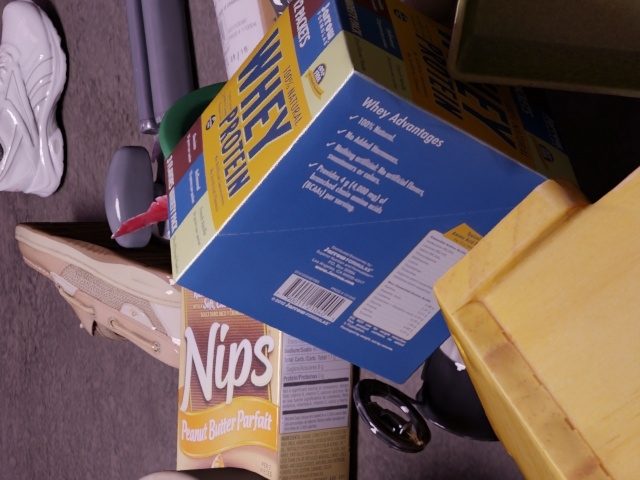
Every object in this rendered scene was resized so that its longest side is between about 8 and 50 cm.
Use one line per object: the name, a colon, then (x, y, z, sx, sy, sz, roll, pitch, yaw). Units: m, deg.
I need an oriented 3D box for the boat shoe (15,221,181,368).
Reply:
boat shoe: (-0.221, 0.051, 1.722, 0.341, 0.122, 0.110, 20, 108, 52)

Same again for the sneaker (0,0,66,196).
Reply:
sneaker: (-0.358, -0.165, 1.907, 0.090, 0.115, 0.232, -2, 91, 55)

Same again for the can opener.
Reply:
can opener: (-0.168, -0.134, 1.669, 0.074, 0.093, 0.280, -15, 76, 56)

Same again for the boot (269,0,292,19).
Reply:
boot: (0.034, -0.192, 1.289, 0.118, 0.222, 0.338, -9, 114, 21)

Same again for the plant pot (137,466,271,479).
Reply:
plant pot: (0.012, 0.320, 1.270, 0.323, 0.280, 0.323, 8, 100, 55)

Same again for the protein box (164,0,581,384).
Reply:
protein box: (0.031, -0.042, 1.135, 0.201, 0.200, 0.136, -48, 31, 28)

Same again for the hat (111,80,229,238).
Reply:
hat: (-0.068, -0.026, 1.489, 0.208, 0.173, 0.183, 55, 147, 42)

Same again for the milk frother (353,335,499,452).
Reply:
milk frother: (0.101, 0.080, 1.230, 0.143, 0.129, 0.134, -61, -14, -66)

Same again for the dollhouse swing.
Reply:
dollhouse swing: (0.296, 0.112, 1.041, 0.347, 0.305, 0.315, 56, 176, 36)

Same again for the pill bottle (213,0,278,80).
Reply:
pill bottle: (-0.032, -0.236, 1.419, 0.131, 0.131, 0.229, -27, 71, 53)

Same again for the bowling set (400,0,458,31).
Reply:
bowling set: (0.124, -0.244, 1.165, 0.200, 0.287, 0.154, -15, 85, 21)

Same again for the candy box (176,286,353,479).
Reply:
candy box: (-0.053, 0.148, 1.518, 0.183, 0.088, 0.316, 12, 102, 56)

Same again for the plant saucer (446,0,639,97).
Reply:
plant saucer: (0.178, -0.194, 1.090, 0.045, 0.188, 0.188, -130, 46, -65)
